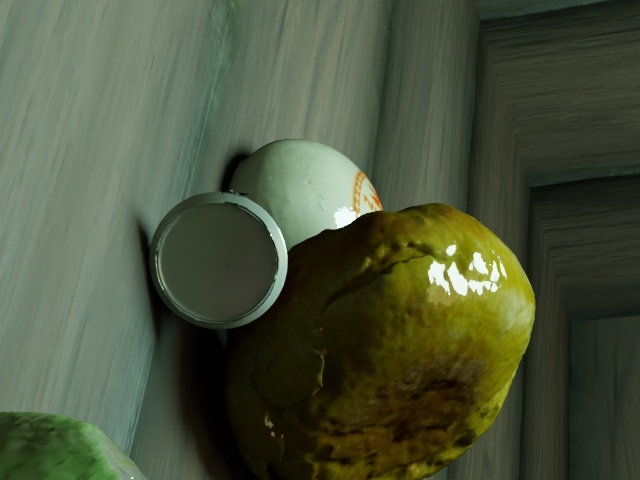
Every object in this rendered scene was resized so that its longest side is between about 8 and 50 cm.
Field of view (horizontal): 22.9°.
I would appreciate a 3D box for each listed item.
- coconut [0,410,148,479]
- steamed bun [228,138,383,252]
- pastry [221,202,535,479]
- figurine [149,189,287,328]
[{"bbox_3d":[-0.173,0.248,0.853,0.328,0.281,0.328,2,90,-73],"label":"coconut"},{"bbox_3d":[0.000,0.000,1.718,0.232,0.145,0.231,-10,90,-72],"label":"steamed bun"},{"bbox_3d":[0.064,0.121,1.602,0.164,0.356,0.356,57,-6,44],"label":"pastry"},{"bbox_3d":[-0.089,0.009,1.516,0.153,0.132,0.132,-63,145,-82],"label":"figurine"}]
